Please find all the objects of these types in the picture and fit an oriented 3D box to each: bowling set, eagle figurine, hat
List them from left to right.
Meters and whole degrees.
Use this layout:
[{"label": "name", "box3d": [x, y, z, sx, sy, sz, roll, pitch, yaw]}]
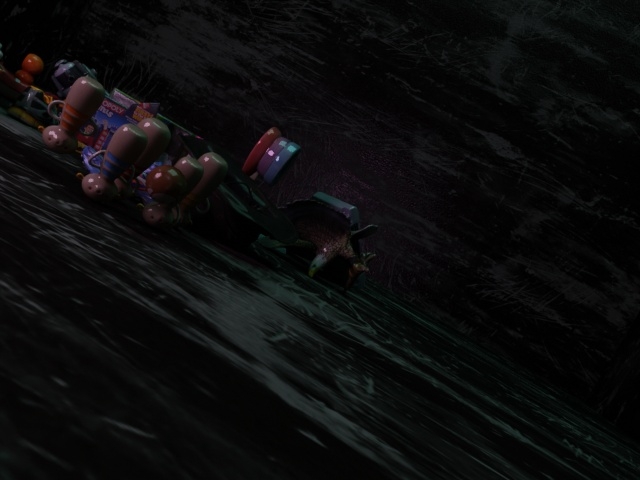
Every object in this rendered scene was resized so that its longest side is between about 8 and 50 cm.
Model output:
[{"label": "bowling set", "box3d": [-0.277, -0.089, 0.738, 0.287, 0.154, 0.199, 31, 20, -30]}, {"label": "hat", "box3d": [-0.207, -0.076, 1.064, 0.331, 0.134, 0.331, 42, 12, -11]}, {"label": "eagle figurine", "box3d": [-0.004, 0.005, 1.346, 0.298, 0.226, 0.225, 35, 22, 0]}]

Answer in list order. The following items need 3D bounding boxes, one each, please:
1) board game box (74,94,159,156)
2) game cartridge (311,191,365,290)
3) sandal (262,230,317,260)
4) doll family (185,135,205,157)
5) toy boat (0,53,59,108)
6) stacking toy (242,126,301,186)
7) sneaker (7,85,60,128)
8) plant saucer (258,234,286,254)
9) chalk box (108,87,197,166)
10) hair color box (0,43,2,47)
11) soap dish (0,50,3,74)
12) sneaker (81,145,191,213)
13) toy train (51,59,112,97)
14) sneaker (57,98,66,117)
[{"label": "board game box", "box3d": [-0.475, -0.268, 1.175, 0.194, 0.194, 0.060, 30, 1, -26]}, {"label": "game cartridge", "box3d": [0.050, -0.002, 1.554, 0.196, 0.060, 0.294, 26, -45, 42]}, {"label": "sandal", "box3d": [-0.159, -0.056, 1.699, 0.446, 0.107, 0.168, 30, -1, 40]}, {"label": "doll family", "box3d": [-0.309, -0.156, 1.269, 0.118, 0.163, 0.263, 30, -4, -12]}, {"label": "toy boat", "box3d": [-0.881, -0.485, 1.474, 0.151, 0.151, 0.231, 31, 2, 38]}, {"label": "stacking toy", "box3d": [-0.165, -0.133, 1.337, 0.130, 0.309, 0.279, 38, -9, -2]}, {"label": "sneaker", "box3d": [-0.667, -0.313, 1.188, 0.084, 0.083, 0.215, 28, 1, -19]}, {"label": "plant saucer", "box3d": [-0.189, -0.013, 1.523, 0.192, 0.018, 0.067, 28, 2, -15]}, {"label": "chalk box", "box3d": [-0.496, -0.276, 1.331, 0.289, 0.180, 0.179, 31, 2, -6]}, {"label": "hair color box", "box3d": [-0.934, -0.554, 1.159, 0.338, 0.110, 0.185, 52, -1, -38]}, {"label": "soap dish", "box3d": [-0.788, -0.398, 1.014, 0.229, 0.118, 0.291, 28, 2, -39]}, {"label": "sneaker", "box3d": [-0.330, -0.116, 0.919, 0.221, 0.087, 0.083, 29, 1, -18]}, {"label": "toy train", "box3d": [-0.706, -0.418, 1.574, 0.333, 0.142, 0.190, 58, -12, -31]}, {"label": "sneaker", "box3d": [-0.657, -0.313, 1.472, 0.262, 0.099, 0.121, 37, -6, -1]}]
